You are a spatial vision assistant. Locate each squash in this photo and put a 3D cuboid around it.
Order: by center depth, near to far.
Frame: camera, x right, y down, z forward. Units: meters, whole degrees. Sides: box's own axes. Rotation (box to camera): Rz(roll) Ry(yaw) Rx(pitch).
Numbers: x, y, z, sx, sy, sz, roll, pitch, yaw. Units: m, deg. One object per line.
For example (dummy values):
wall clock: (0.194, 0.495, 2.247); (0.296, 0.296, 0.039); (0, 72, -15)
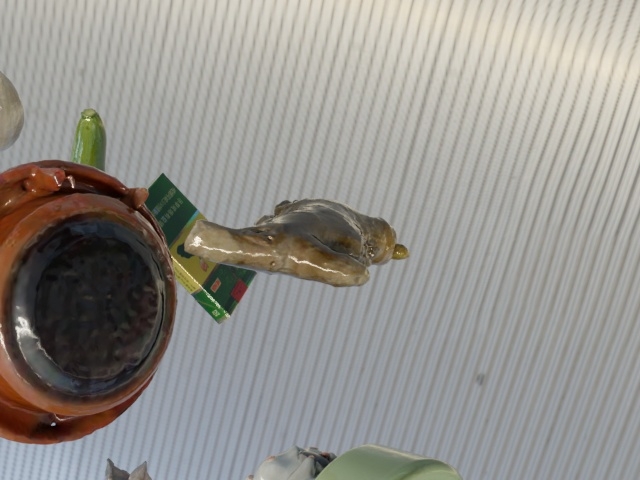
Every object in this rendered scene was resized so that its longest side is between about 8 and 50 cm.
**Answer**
squash: (-0.422, -0.161, 1.670); (0.066, 0.066, 0.201); (33, 140, 12)

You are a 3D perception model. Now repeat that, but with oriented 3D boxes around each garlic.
garlic: (-0.606, -0.232, 1.709); (0.101, 0.087, 0.195); (31, 130, 10)

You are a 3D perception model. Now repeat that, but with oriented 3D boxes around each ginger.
ginger: (0.001, 0.000, 1.033); (0.166, 0.333, 0.080); (20, 100, 22)

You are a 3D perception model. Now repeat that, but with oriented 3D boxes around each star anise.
star anise: (-0.328, 0.499, 1.678); (0.172, 0.063, 0.208); (9, 105, 24)

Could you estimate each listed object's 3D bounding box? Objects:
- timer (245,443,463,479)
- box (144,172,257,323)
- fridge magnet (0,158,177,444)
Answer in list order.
timer: (0.018, 0.409, 1.369); (0.315, 0.291, 0.291); (19, 108, 43)
box: (-0.210, 0.012, 1.489); (0.034, 0.132, 0.235); (-33, 107, 33)
fridge magnet: (-0.325, 0.078, 1.168); (0.155, 0.363, 0.363); (1, 101, 43)
